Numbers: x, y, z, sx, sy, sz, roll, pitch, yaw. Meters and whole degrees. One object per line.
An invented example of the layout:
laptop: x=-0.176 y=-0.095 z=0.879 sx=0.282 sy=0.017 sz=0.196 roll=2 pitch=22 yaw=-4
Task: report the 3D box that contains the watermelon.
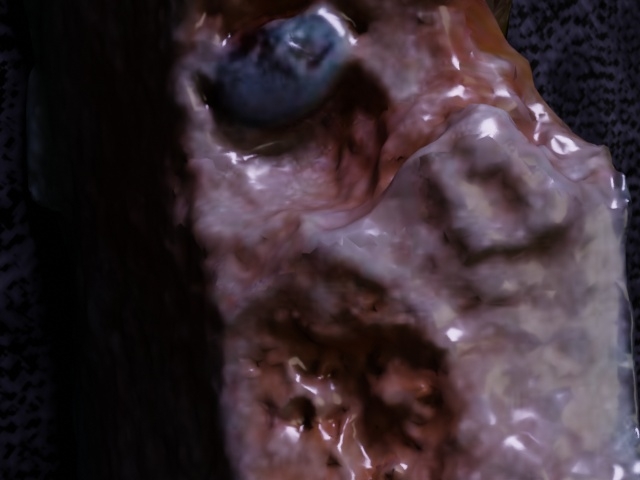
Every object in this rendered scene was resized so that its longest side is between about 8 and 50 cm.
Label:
watermelon: x=-0.015 y=0.000 z=0.536 sx=0.151 sy=0.302 sz=0.264 roll=-3 pitch=92 yaw=-7
